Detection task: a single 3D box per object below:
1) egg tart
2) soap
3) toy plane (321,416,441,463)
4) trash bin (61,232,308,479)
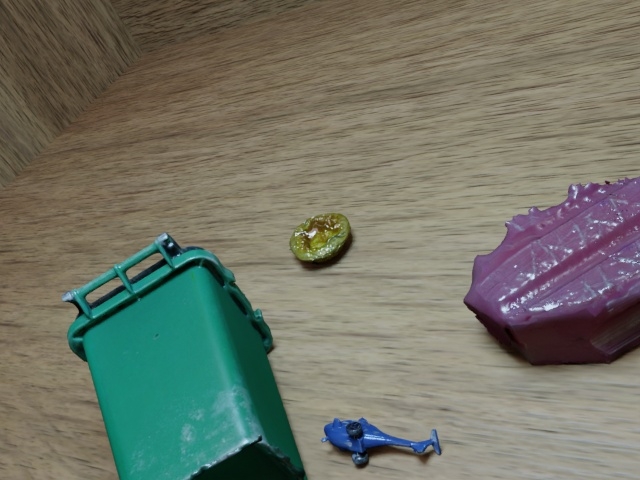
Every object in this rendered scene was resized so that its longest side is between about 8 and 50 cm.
[{"bbox_3d":[0.000,0.000,1.221,0.130,0.052,0.130,-18,37,14],"label":"egg tart"},{"bbox_3d":[0.356,0.039,0.853,0.324,0.127,0.220,-30,34,0],"label":"soap"},{"bbox_3d":[0.075,0.258,0.851,0.167,0.054,0.062,-2,18,35],"label":"toy plane"},{"bbox_3d":[-0.180,0.209,0.897,0.259,0.295,0.381,-32,41,-3],"label":"trash bin"}]
